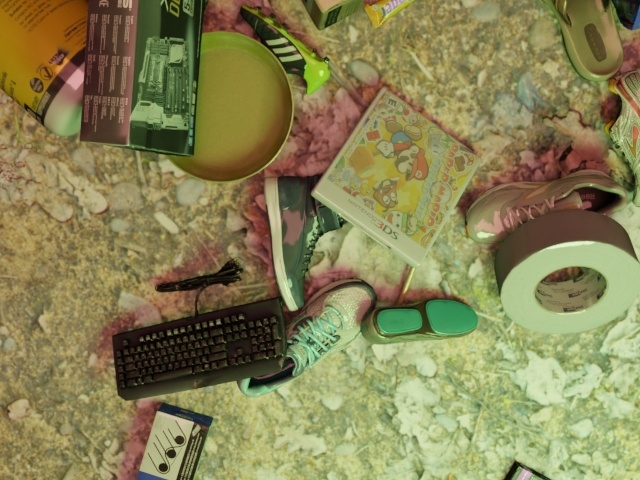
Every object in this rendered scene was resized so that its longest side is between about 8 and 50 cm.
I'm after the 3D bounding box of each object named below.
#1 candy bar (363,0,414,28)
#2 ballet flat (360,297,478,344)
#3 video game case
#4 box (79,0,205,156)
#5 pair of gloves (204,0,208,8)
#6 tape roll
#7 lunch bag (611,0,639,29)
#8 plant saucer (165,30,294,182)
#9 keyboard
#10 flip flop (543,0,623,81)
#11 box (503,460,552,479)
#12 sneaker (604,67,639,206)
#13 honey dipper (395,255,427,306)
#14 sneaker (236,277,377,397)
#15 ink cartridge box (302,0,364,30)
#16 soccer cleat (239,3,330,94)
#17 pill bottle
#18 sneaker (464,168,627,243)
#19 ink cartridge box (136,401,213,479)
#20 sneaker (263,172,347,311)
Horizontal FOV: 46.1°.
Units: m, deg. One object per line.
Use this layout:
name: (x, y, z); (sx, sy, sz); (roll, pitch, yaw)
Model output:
candy bar: (0.146, -0.403, 1.216); (0.161, 0.018, 0.040); (-32, 98, 5)
ballet flat: (0.164, 0.138, 1.269); (0.213, 0.068, 0.072); (0, 68, -26)
video game case: (0.126, -0.104, 1.207); (0.206, 0.026, 0.227); (35, 69, -5)
box: (-0.247, -0.282, 1.083); (0.076, 0.242, 0.308); (6, 93, 10)
pair of gloves: (-0.219, -0.406, 1.216); (0.083, 0.010, 0.074); (15, 97, -5)
tape roll: (0.392, 0.055, 1.202); (0.219, 0.072, 0.219); (1, 135, 1)
lunch bag: (0.578, -0.537, 1.098); (0.327, 0.239, 0.386); (-16, 114, 1)
plant saucer: (-0.158, -0.214, 1.218); (0.240, 0.037, 0.241); (1, 96, 8)
keyboard: (-0.206, 0.141, 1.239); (0.317, 0.033, 0.202); (-14, 70, 17)
flip flop: (0.407, -0.382, 1.189); (0.112, 0.080, 0.277); (-25, 98, 3)
box: (0.391, 0.481, 1.344); (0.162, 0.029, 0.116); (29, 98, -3)
sneaker: (0.514, -0.166, 1.231); (0.092, 0.088, 0.226); (-4, 99, 21)
honey dipper: (0.151, 0.065, 1.280); (0.030, 0.030, 0.161); (19, 99, -3)
sneaker: (-0.020, 0.173, 1.248); (0.283, 0.122, 0.110); (-38, 97, 5)
ink cartridge box: (-0.019, -0.446, 1.120); (0.088, 0.193, 0.235); (-28, 97, 3)
soccer cleat: (-0.065, -0.307, 1.210); (0.179, 0.060, 0.072); (38, 109, -6)
pill bottle: (-0.458, -0.331, 1.137); (0.334, 0.188, 0.188); (41, 96, -5)
sneaker: (0.364, -0.055, 1.217); (0.262, 0.121, 0.099); (-17, 97, 2)
ink cartridge box: (-0.265, 0.398, 1.318); (0.097, 0.046, 0.207); (17, 98, -2)
sneaker: (0.000, -0.001, 1.237); (0.163, 0.086, 0.226); (-6, 95, 3)
